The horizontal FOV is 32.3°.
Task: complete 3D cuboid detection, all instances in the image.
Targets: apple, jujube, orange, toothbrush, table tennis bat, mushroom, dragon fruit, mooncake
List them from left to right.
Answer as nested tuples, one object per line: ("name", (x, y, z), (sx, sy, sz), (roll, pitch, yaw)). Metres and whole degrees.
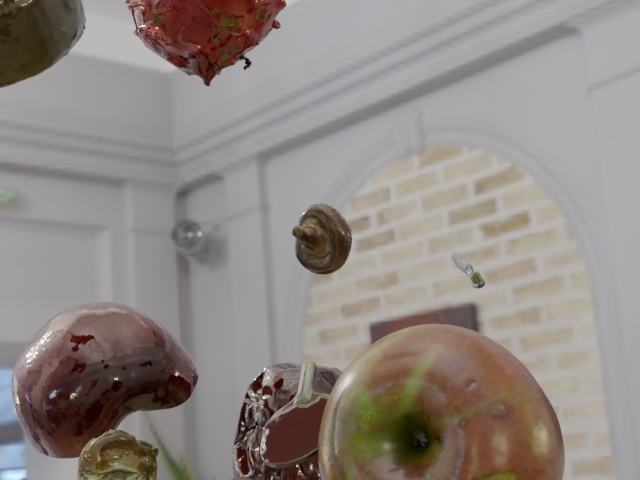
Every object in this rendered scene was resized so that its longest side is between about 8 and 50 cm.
("mooncake", (-0.680, -0.473, 2.214), (0.394, 0.393, 0.246), (-32, -43, -20))
("apple", (-0.445, 0.271, 2.213), (0.329, 0.295, 0.365), (16, 9, -31))
("orange", (-0.352, 0.412, 1.891), (0.170, 0.160, 0.112), (-38, -3, -42))
("dragon fruit", (-0.146, -0.352, 1.543), (0.268, 0.210, 0.205), (-37, -60, 26))
("table tennis bat", (-0.030, 0.263, 1.693), (0.131, 0.022, 0.234), (-22, 25, 16))
("jujube", (-0.038, 0.431, 2.166), (0.276, 0.377, 0.276), (4, -6, 0))
("mushroom", (0.002, -0.003, 1.955), (0.109, 0.126, 0.085), (19, 22, -1))
("apple", (0.169, 0.286, 1.515), (0.339, 0.339, 0.339), (-4, -12, -1))
("toothbrush", (0.308, 0.057, 2.331), (0.028, 0.037, 0.375), (-27, 6, 3))

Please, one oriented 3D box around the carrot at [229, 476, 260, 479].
("carrot", (-0.118, 0.419, 1.456), (0.072, 0.205, 0.072), (17, 9, -3))
